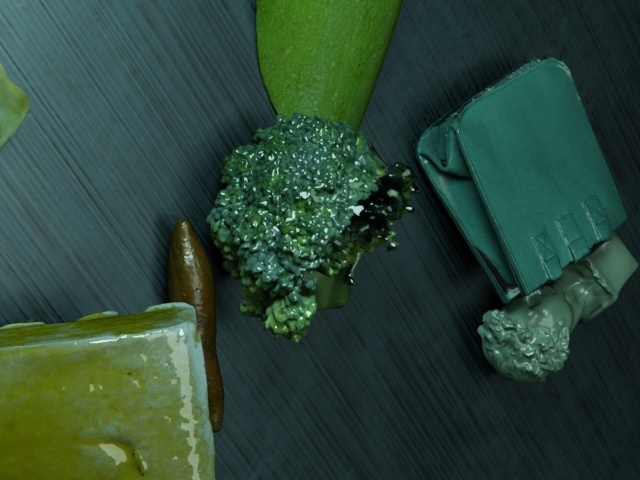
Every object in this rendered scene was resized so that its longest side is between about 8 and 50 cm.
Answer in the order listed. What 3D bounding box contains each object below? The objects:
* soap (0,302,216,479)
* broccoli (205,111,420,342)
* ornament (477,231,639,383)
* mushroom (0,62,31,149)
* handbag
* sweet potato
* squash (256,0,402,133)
[{"bbox_3d":[-0.247,0.246,1.489,0.293,0.156,0.335,-5,97,-6],"label":"soap"},{"bbox_3d":[0.000,0.000,1.726,0.243,0.247,0.263,79,-1,-56],"label":"broccoli"},{"bbox_3d":[0.332,0.095,2.081,0.285,0.120,0.130,-36,103,-35],"label":"ornament"},{"bbox_3d":[-0.405,-0.060,1.440,0.312,0.081,0.100,-54,128,-30],"label":"mushroom"},{"bbox_3d":[0.269,-0.084,2.003,0.268,0.100,0.274,-36,103,-39],"label":"handbag"},{"bbox_3d":[-0.144,0.100,1.701,0.057,0.057,0.265,-16,108,-40],"label":"sweet potato"},{"bbox_3d":[-0.005,-0.264,1.817,0.189,0.189,0.260,-18,141,-39],"label":"squash"}]
